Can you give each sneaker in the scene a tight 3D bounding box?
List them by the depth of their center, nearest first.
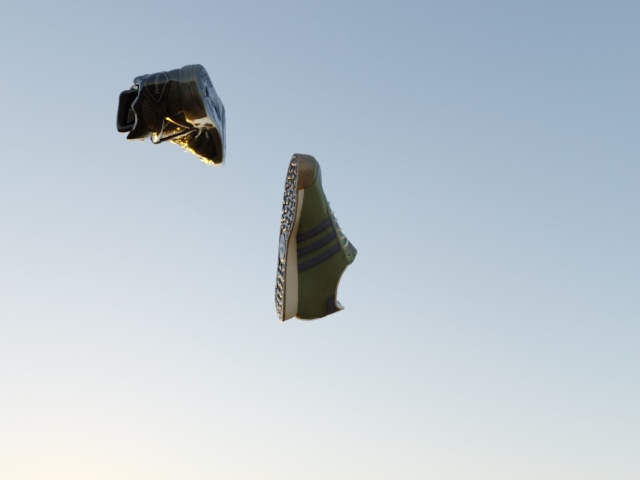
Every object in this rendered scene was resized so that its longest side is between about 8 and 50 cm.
[{"bbox_3d":[0.000,0.000,0.628,0.086,0.192,0.064,2,13,-16],"label":"sneaker"},{"bbox_3d":[-0.202,-0.166,0.783,0.130,0.087,0.227,-3,-13,3],"label":"sneaker"}]
